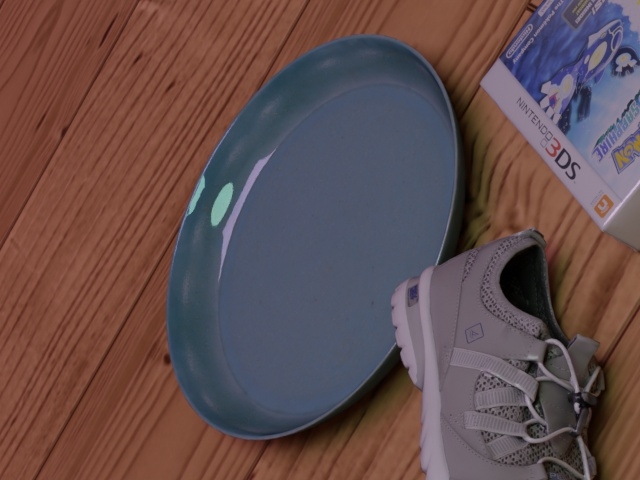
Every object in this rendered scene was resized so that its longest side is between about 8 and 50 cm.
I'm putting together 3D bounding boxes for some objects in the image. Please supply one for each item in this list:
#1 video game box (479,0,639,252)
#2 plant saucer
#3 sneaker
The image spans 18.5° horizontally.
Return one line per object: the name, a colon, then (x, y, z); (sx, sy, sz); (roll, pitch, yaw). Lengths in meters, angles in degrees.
video game box: (0.213, -0.126, 1.270); (0.205, 0.048, 0.187); (-53, 41, 17)
plant saucer: (0.000, 0.000, 1.465); (0.318, 0.044, 0.317); (-27, 52, 41)
sneaker: (0.125, 0.103, 1.204); (0.115, 0.105, 0.281); (-39, 47, 23)
